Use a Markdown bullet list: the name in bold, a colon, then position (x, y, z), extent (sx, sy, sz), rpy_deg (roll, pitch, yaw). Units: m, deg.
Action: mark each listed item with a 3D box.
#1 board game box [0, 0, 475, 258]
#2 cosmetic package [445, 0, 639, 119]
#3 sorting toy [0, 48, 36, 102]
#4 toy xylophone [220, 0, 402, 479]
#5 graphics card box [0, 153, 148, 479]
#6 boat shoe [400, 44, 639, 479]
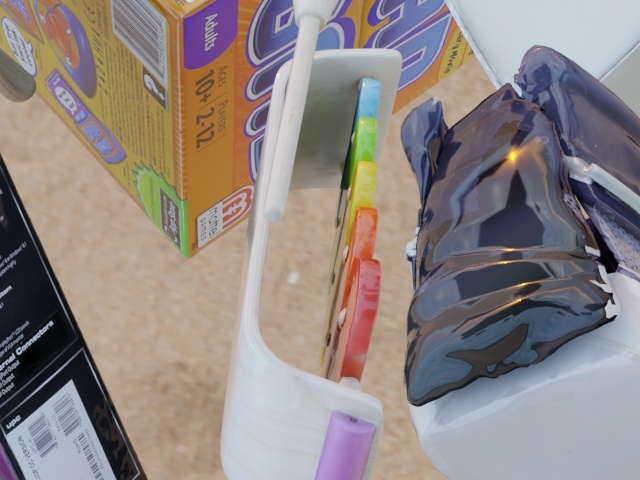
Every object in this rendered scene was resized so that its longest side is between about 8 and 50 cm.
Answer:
- **board game box**: position (-0.082, -0.282, 1.564), extent (0.356, 0.356, 0.356), rpy_deg (-36, 70, -20)
- **cosmetic package**: position (0.223, -0.120, 1.119), extent (0.129, 0.296, 0.153), rpy_deg (-46, 51, 29)
- **sorting toy**: position (-0.340, -0.230, 1.380), extent (0.041, 0.229, 0.307), rpy_deg (-49, 59, -2)
- **toy xylophone**: position (0.000, 0.000, 1.123), extent (0.081, 0.236, 0.323), rpy_deg (9, 52, -3)
- **graphics card box**: position (-0.255, 0.042, 1.146), extent (0.232, 0.371, 0.094), rpy_deg (3, 35, 39)
- **boat shoe**: position (0.145, 0.068, 0.745), extent (0.127, 0.340, 0.158), rpy_deg (-23, 44, 21)
